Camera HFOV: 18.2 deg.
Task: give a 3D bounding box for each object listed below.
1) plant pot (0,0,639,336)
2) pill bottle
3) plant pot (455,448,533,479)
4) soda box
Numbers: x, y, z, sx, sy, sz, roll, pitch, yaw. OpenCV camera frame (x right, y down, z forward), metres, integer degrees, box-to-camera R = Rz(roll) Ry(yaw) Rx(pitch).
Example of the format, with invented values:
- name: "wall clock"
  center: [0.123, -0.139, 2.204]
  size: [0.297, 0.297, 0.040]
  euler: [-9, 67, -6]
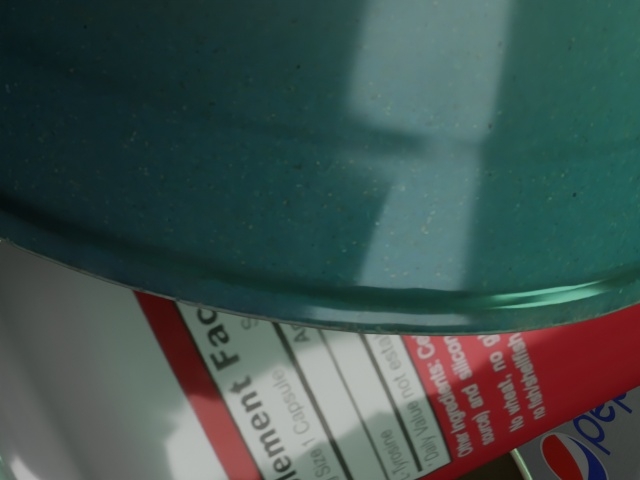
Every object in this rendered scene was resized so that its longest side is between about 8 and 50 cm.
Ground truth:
- name: "plant pot"
  center: [0.009, -0.150, 0.563]
  size: [0.271, 0.271, 0.255]
  euler: [-6, 120, -31]
- name: "pill bottle"
  center: [0.000, 0.000, 0.829]
  size: [0.407, 0.229, 0.229]
  euler: [-26, 147, -3]
- name: "plant pot"
  center: [-0.030, 0.167, 1.039]
  size: [0.284, 0.284, 0.191]
  euler: [-29, -178, 0]
- name: "soda box"
  center: [0.182, 0.072, 1.138]
  size: [0.098, 0.091, 0.286]
  euler: [-44, 161, -31]
